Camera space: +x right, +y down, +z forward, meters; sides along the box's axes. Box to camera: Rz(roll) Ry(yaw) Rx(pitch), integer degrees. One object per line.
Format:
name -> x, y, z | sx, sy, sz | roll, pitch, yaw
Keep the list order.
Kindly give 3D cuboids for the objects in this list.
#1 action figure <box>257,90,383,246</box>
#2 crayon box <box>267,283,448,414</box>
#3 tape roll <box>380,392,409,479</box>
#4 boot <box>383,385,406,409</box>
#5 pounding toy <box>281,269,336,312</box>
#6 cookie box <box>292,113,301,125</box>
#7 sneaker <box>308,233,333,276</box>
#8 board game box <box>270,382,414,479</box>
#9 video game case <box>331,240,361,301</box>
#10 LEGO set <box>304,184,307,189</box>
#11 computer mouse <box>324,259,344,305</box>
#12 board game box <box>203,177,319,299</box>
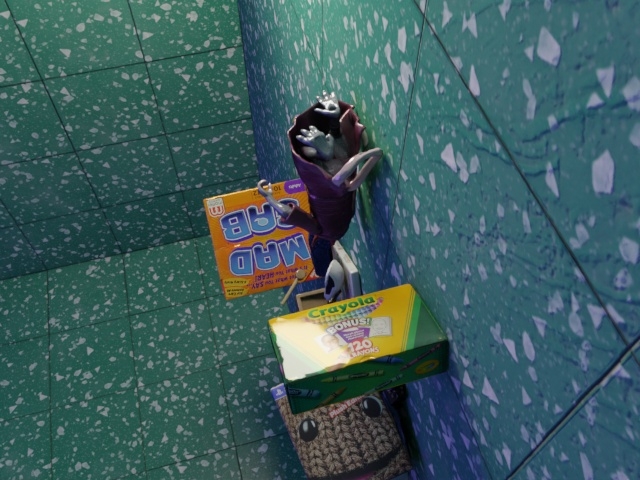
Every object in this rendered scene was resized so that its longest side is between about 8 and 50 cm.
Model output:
action figure -> 0.035, -0.111, 1.301 | 0.275, 0.248, 0.370 | 37, 146, 33
crayon box -> 0.061, 0.184, 1.076 | 0.165, 0.278, 0.081 | -116, 15, -55
tape roll -> 0.144, 0.556, 1.662 | 0.286, 0.100, 0.286 | 168, 90, -80
boot -> 0.152, 0.285, 1.362 | 0.198, 0.076, 0.137 | 66, 180, -60
pounding toy -> -0.047, 0.202, 2.081 | 0.094, 0.181, 0.206 | 126, 131, -79
cookie box -> -0.051, -0.316, 1.835 | 0.092, 0.040, 0.107 | 176, 82, -82
sneaker -> 0.000, 0.000, 1.834 | 0.090, 0.081, 0.232 | -101, 9, -47
board game box -> 0.050, 0.434, 1.450 | 0.141, 0.232, 0.291 | 77, 168, -78
video game case -> 0.080, 0.140, 1.716 | 0.206, 0.026, 0.227 | -121, 19, -63
LEGO set -> -0.017, -0.207, 1.633 | 0.093, 0.087, 0.227 | 151, 105, -81
computer mouse -> 0.038, 0.130, 1.669 | 0.193, 0.042, 0.106 | 94, -160, -51
board game box -> -0.217, -0.014, 2.271 | 0.356, 0.356, 0.356 | -163, 61, -80
